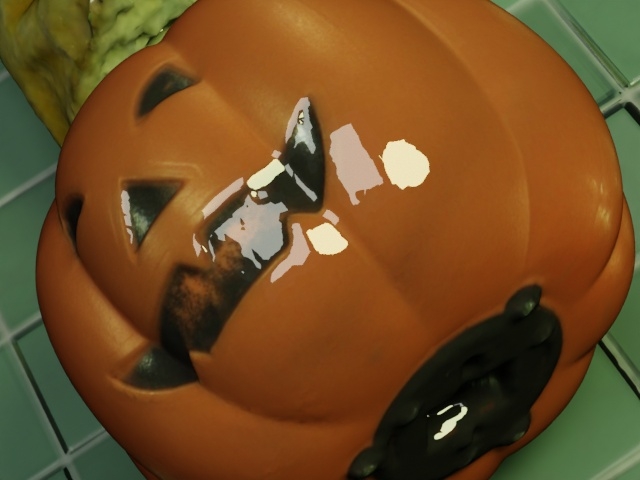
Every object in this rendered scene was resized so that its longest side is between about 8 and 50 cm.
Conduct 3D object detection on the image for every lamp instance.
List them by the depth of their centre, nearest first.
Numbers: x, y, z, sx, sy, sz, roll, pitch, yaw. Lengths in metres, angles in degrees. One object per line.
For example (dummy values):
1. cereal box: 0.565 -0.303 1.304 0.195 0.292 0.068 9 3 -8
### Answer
1. lamp: 0.000 0.000 0.575 0.187 0.188 0.164 -41 55 -5

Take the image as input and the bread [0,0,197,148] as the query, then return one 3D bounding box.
1. bread: -0.096 -0.157 0.739 0.152 0.130 0.268 -40 54 6
